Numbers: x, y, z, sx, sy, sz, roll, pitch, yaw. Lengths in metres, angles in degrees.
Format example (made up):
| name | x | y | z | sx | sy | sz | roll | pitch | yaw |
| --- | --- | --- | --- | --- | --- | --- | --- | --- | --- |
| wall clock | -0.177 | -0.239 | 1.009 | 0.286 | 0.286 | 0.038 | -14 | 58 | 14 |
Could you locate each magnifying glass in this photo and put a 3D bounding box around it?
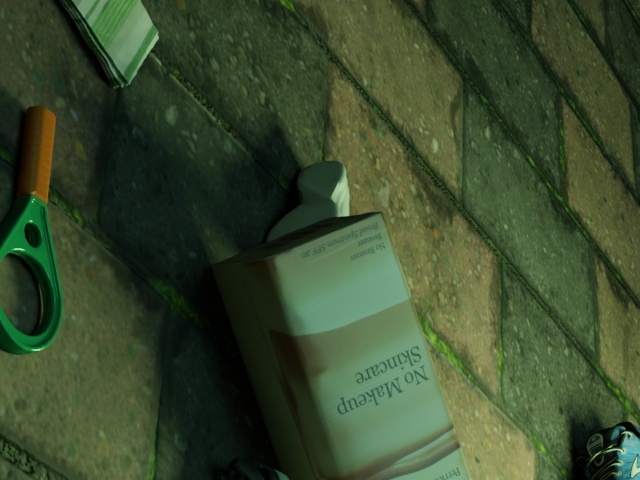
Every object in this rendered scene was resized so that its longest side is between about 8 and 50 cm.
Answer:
| name | x | y | z | sx | sy | sz | roll | pitch | yaw |
| --- | --- | --- | --- | --- | --- | --- | --- | --- | --- |
| magnifying glass | -0.249 | -0.011 | 1.389 | 0.092 | 0.026 | 0.231 | 40 | 44 | -48 |

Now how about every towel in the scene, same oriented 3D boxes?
| name | x | y | z | sx | sy | sz | roll | pitch | yaw |
| --- | --- | --- | --- | --- | --- | --- | --- | --- | --- |
| towel | -0.216 | -0.233 | 1.578 | 0.152 | 0.023 | 0.113 | 58 | 28 | -25 |

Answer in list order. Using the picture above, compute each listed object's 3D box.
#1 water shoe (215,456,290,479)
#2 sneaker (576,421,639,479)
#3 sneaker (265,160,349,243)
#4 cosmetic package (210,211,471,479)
| name | x | y | z | sx | sy | sz | roll | pitch | yaw |
| --- | --- | --- | --- | --- | --- | --- | --- | --- | --- |
| water shoe | -0.076 | 0.300 | 1.525 | 0.080 | 0.073 | 0.203 | 29 | 43 | -27 |
| sneaker | 0.428 | 0.365 | 2.419 | 0.147 | 0.129 | 0.330 | 57 | 25 | -2 |
| sneaker | 0.000 | 0.000 | 1.815 | 0.212 | 0.080 | 0.094 | -66 | 145 | -54 |
| cosmetic package | 0.022 | 0.134 | 1.654 | 0.153 | 0.129 | 0.296 | -24 | 98 | -28 |
